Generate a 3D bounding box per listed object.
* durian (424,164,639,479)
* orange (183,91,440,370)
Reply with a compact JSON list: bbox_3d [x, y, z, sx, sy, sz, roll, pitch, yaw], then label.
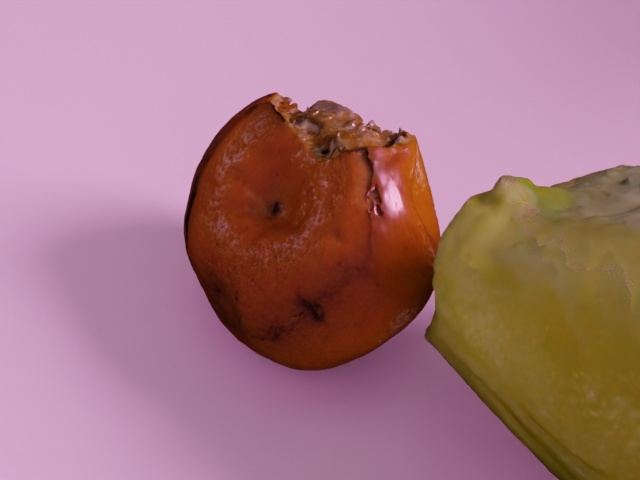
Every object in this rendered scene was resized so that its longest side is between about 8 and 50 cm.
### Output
[{"bbox_3d":[0.153,0.032,0.530,0.250,0.101,0.139,8,43,7],"label":"durian"},{"bbox_3d":[0.000,0.000,0.590,0.086,0.062,0.086,-16,61,31],"label":"orange"}]
